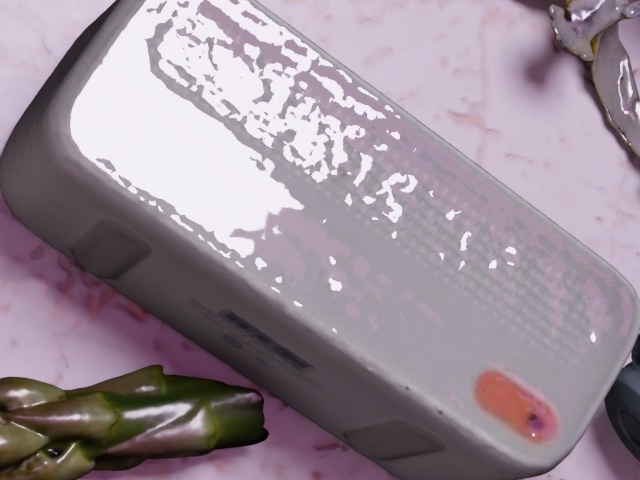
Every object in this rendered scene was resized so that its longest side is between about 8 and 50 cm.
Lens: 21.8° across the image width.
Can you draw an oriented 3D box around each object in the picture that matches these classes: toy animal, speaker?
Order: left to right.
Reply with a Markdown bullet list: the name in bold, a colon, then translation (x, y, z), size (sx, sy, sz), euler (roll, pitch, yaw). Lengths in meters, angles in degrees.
- **speaker**: translation (0.000, 0.000, 1.075), size (0.406, 0.184, 0.183), euler (35, 73, -10)
- **toy animal**: translation (0.217, -0.173, 1.214), size (0.155, 0.095, 0.219), euler (-40, 96, -14)

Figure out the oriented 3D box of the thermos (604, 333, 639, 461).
- **thermos**: translation (0.337, 0.078, 1.202), size (0.286, 0.145, 0.182), euler (-30, 126, -17)

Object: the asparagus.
- **asparagus**: translation (-0.176, 0.121, 1.064), size (0.287, 0.080, 0.080), euler (-7, 85, -26)
